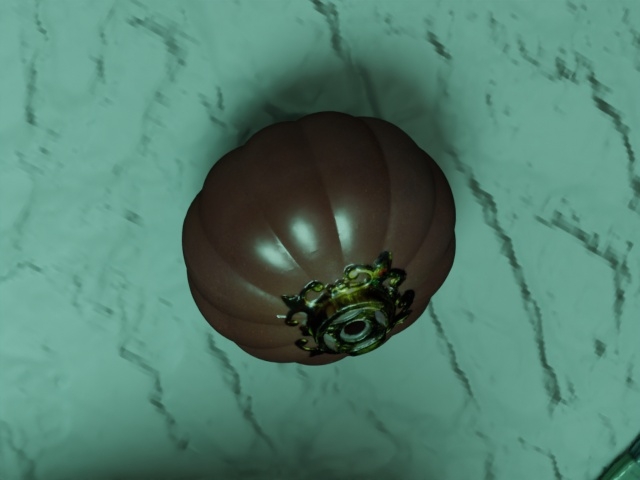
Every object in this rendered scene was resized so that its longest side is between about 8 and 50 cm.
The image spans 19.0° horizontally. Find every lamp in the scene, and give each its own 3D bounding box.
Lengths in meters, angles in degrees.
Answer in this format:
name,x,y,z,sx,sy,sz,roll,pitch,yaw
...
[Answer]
name,x,y,z,sx,sy,sz,roll,pitch,yaw
lamp,0.000,0.000,0.731,0.108,0.092,0.107,-12,140,-10

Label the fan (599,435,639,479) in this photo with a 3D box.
name,x,y,z,sx,sy,sz,roll,pitch,yaw
fan,0.114,0.124,0.825,0.038,0.016,0.193,38,94,-20
